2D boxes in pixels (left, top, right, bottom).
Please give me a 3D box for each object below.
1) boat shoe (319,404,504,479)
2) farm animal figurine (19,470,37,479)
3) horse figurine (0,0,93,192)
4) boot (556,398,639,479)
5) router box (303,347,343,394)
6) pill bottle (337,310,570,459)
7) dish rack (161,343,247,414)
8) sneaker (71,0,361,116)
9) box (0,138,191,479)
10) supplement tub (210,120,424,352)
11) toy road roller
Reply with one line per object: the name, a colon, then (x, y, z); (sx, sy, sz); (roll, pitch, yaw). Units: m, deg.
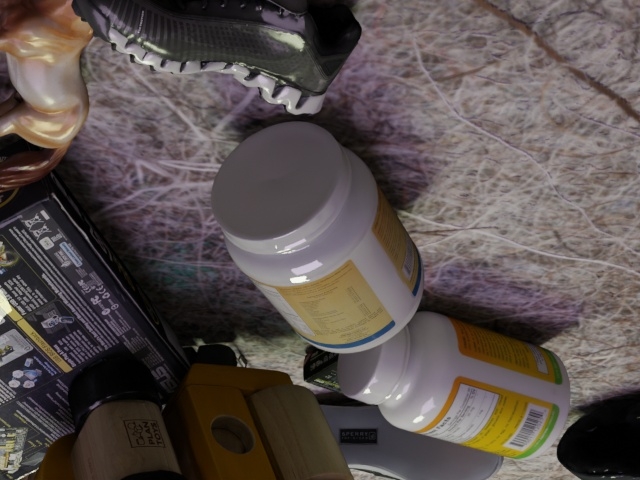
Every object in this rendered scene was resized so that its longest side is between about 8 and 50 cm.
boat shoe: (0.099, 0.269, 1.359); (0.306, 0.113, 0.105); (-7, 165, 26)
farm animal figurine: (-0.382, 0.357, 1.416); (0.330, 0.172, 0.327); (-3, 142, -46)
horse figurine: (-0.243, -0.128, 0.817); (0.174, 0.066, 0.263); (-7, 141, -17)
boot: (0.477, 0.380, 1.483); (0.367, 0.146, 0.445); (-32, 137, 29)
router box: (0.053, 0.158, 1.271); (0.122, 0.038, 0.092); (23, 142, -28)
pill bottle: (0.148, 0.158, 1.177); (0.245, 0.136, 0.136); (19, 143, -23)
dish rack: (-0.167, 0.221, 1.351); (0.208, 0.074, 0.271); (-7, 146, 15)
sneaker: (-0.063, -0.166, 0.743); (0.234, 0.078, 0.106); (14, 134, -41)
box: (-0.338, 0.110, 1.061); (0.318, 0.097, 0.395); (-30, 145, -4)
supplement tub: (0.000, 0.000, 0.939); (0.144, 0.144, 0.200); (-11, 144, 20)
toy road roller: (-0.152, 0.281, 1.138); (0.329, 0.202, 0.240); (8, 129, -35)
